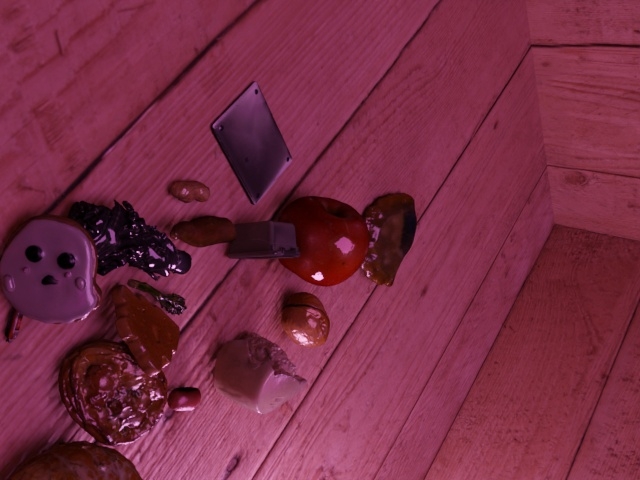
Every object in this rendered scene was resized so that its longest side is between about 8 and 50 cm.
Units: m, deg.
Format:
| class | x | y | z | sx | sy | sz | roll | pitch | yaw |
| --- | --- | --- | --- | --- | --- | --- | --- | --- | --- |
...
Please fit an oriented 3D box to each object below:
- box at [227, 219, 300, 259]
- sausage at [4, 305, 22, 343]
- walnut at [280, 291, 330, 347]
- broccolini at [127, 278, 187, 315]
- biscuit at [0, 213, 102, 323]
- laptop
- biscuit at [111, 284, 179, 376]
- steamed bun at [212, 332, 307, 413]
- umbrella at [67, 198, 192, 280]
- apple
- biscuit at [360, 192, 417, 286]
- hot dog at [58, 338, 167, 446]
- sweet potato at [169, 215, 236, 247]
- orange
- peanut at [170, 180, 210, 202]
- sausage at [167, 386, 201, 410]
| class | x | y | z | sx | sy | sz | roll | pitch | yaw |
| --- | --- | --- | --- | --- | --- | --- | --- | --- | --- |
| box | -0.146 | 0.000 | 1.659 | 0.124 | 0.172 | 0.093 | 4 | 83 | -55 |
| sausage | -0.569 | 0.101 | 1.240 | 0.028 | 0.025 | 0.198 | 19 | 87 | -69 |
| walnut | -0.045 | 0.230 | 1.896 | 0.144 | 0.144 | 0.180 | -57 | 137 | -23 |
| broccolini | -0.363 | 0.122 | 1.447 | 0.051 | 0.054 | 0.239 | -54 | 158 | -9 |
| biscuit | -0.503 | 0.057 | 1.200 | 0.180 | 0.049 | 0.208 | 0 | 101 | -8 |
| laptop | -0.167 | -0.245 | 1.660 | 0.188 | 0.015 | 0.269 | -53 | 139 | -27 |
| biscuit | -0.382 | 0.200 | 1.436 | 0.041 | 0.212 | 0.238 | -31 | 165 | 8 |
| steamed bun | -0.160 | 0.337 | 1.700 | 0.200 | 0.225 | 0.170 | -36 | 129 | -39 |
| umbrella | -0.393 | 0.027 | 1.369 | 0.336 | 0.128 | 0.154 | 48 | 62 | -53 |
| apple | 0.000 | 0.000 | 1.772 | 0.260 | 0.260 | 0.217 | -4 | 125 | -52 |
| biscuit | 0.238 | 0.005 | 2.244 | 0.329 | 0.078 | 0.335 | -34 | 126 | -37 |
| hot dog | -0.445 | 0.330 | 1.409 | 0.196 | 0.122 | 0.272 | -48 | 138 | -23 |
| sweet potato | -0.285 | -0.024 | 1.527 | 0.243 | 0.077 | 0.077 | -2 | 104 | -61 |
| orange | -0.502 | 0.578 | 1.314 | 0.329 | 0.249 | 0.329 | -10 | 104 | -48 |
| peanut | -0.300 | -0.113 | 1.503 | 0.113 | 0.054 | 0.054 | 0 | 103 | -53 |
| sausage | -0.341 | 0.398 | 1.621 | 0.094 | 0.059 | 0.054 | 11 | 84 | -53 |
